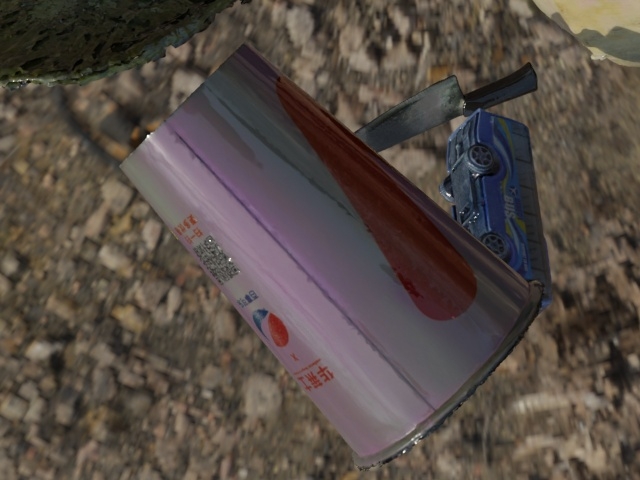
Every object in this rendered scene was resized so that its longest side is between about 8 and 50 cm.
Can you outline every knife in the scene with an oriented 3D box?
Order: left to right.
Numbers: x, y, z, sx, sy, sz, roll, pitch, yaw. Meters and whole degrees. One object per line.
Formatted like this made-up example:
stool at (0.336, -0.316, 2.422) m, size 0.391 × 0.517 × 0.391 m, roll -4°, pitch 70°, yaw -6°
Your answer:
knife at (0.130, -0.149, 1.815) m, size 0.230 × 0.028 × 0.060 m, roll -23°, pitch 129°, yaw -1°

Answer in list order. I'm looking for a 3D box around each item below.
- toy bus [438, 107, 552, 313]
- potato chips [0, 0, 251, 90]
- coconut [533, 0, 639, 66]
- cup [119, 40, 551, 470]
toy bus at (0.186, -0.022, 1.722) m, size 0.094 × 0.236 × 0.079 m, roll 7°, pitch 149°, yaw -20°
potato chips at (-0.150, -0.157, 1.032) m, size 0.202 × 0.220 × 0.029 m, roll -33°, pitch 130°, yaw -25°
coconut at (0.404, -0.368, 1.869) m, size 0.353 × 0.352 × 0.352 m, roll 1°, pitch 107°, yaw 3°
cup at (0.000, 0.000, 1.221) m, size 0.288 × 0.203 × 0.203 m, roll 45°, pitch 104°, yaw -6°
